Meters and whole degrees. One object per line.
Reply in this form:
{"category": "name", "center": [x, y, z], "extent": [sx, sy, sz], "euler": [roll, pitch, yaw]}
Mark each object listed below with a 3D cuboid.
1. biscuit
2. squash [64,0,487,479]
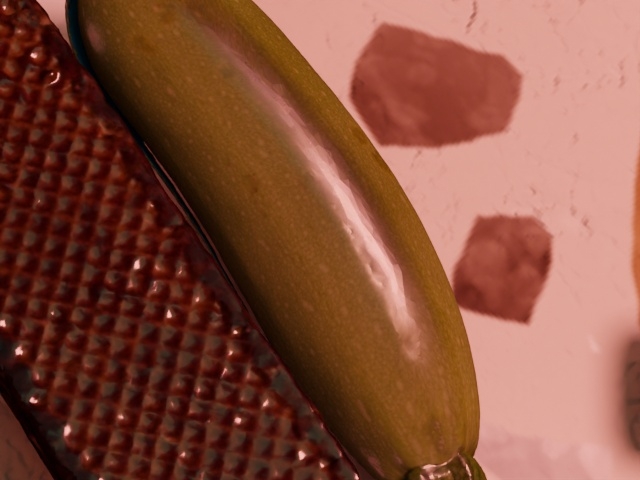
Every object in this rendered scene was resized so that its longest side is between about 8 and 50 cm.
{"category": "biscuit", "center": [-0.087, 0.050, 0.871], "extent": [0.107, 0.073, 0.388], "euler": [-31, 74, -13]}
{"category": "squash", "center": [0.000, 0.000, 0.917], "extent": [0.094, 0.094, 0.341], "euler": [-31, 85, -24]}
